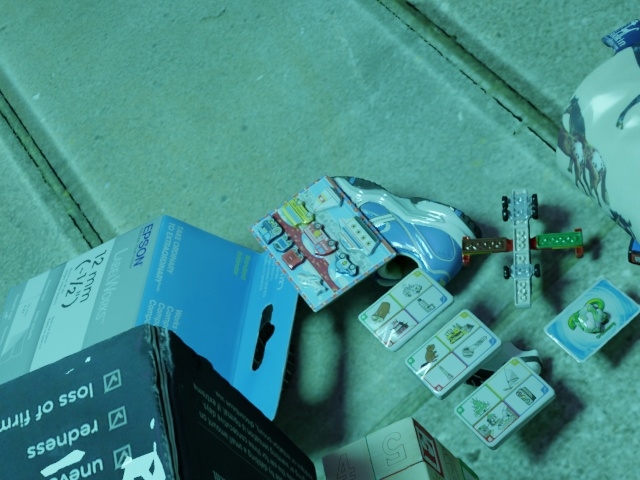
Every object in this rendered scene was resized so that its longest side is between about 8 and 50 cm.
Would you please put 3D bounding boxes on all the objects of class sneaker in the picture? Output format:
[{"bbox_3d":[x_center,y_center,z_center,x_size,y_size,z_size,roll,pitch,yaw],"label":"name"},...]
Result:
[{"bbox_3d":[-0.068,0.104,1.414,0.073,0.063,0.162,-21,41,33],"label":"sneaker"},{"bbox_3d":[0.054,-0.006,1.384,0.211,0.080,0.081,14,65,40],"label":"sneaker"},{"bbox_3d":[0.154,0.111,1.272,0.109,0.040,0.043,15,60,33],"label":"sneaker"}]

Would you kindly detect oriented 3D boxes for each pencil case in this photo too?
[{"bbox_3d":[0.367,-0.022,1.134,0.183,0.160,0.410,-50,45,12],"label":"pencil case"}]

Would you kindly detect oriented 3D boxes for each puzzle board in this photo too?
[{"bbox_3d":[0.000,0.000,1.353,0.096,0.011,0.128,-36,55,-6],"label":"puzzle board"}]

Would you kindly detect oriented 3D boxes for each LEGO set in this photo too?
[{"bbox_3d":[0.184,0.057,1.263,0.244,0.060,0.182,-40,58,-11],"label":"LEGO set"}]

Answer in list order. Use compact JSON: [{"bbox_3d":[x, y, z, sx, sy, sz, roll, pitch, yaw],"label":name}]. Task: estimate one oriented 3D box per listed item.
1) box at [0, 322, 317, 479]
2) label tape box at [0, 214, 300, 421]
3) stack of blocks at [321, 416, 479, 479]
[{"bbox_3d":[-0.225,0.391,0.989,0.480,0.297,0.471,-22,53,13],"label":"box"},{"bbox_3d":[-0.188,0.110,1.382,0.348,0.115,0.249,-26,38,33],"label":"label tape box"},{"bbox_3d":[0.103,0.307,1.077,0.087,0.171,0.297,-27,48,16],"label":"stack of blocks"}]
